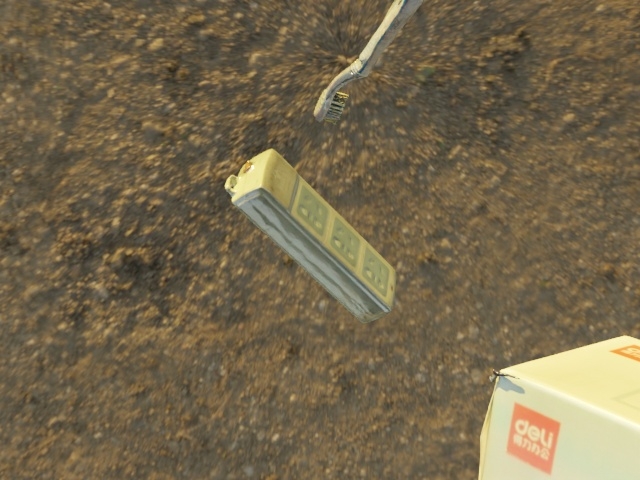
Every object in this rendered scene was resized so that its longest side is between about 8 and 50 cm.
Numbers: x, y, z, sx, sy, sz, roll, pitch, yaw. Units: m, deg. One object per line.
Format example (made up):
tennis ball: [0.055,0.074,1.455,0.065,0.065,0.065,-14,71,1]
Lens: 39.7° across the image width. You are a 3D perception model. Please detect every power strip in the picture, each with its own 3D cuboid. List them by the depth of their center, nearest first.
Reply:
power strip: [0.000,0.000,1.044,0.052,0.078,0.272,-28,122,32]

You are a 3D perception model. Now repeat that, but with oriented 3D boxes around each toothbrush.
toothbrush: [0.066,-0.234,1.058,0.042,0.413,0.035,11,70,-14]

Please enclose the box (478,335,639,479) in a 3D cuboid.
box: [0.217,0.128,0.429,0.135,0.269,0.079,-5,107,-39]
